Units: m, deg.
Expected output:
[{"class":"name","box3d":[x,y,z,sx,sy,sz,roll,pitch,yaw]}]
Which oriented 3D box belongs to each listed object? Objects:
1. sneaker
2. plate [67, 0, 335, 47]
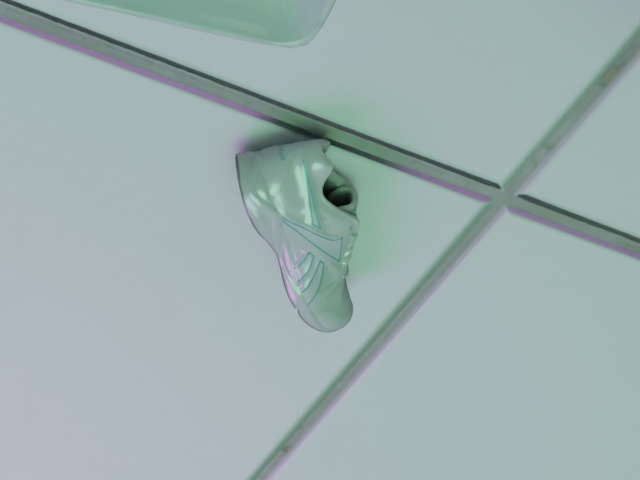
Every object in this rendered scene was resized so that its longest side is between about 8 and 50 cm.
[{"class":"sneaker","box3d":[0.000,0.000,0.984,0.061,0.053,0.152,-19,134,6]},{"class":"plate","box3d":[-0.088,-0.213,0.638,0.277,0.045,0.278,10,135,-19]}]
